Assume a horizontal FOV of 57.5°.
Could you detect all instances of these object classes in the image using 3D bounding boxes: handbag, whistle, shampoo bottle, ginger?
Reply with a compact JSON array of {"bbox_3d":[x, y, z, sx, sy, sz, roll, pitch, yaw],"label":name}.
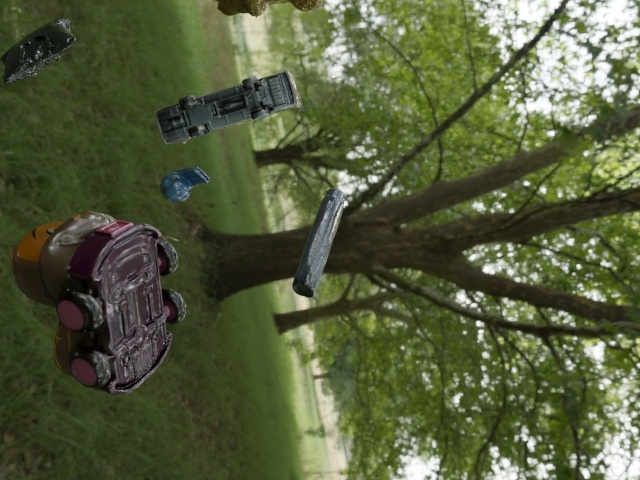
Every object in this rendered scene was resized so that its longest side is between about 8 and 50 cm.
[{"bbox_3d":[-0.881,-0.590,1.815,0.211,0.254,0.088,54,-5,44],"label":"handbag"},{"bbox_3d":[-0.371,-0.142,1.539,0.158,0.090,0.090,0,-77,44],"label":"whistle"},{"bbox_3d":[0.000,0.000,1.190,0.087,0.049,0.233,88,19,-62],"label":"shampoo bottle"},{"bbox_3d":[-0.056,-0.577,1.324,0.166,0.376,0.236,6,55,-60],"label":"ginger"}]

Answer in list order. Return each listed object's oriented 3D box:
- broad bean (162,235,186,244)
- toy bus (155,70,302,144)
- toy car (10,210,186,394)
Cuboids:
[{"bbox_3d":[-0.393,0.100,1.291,0.318,0.098,0.056,-57,-171,39],"label":"broad bean"},{"bbox_3d":[-0.219,-0.322,1.415,0.138,0.343,0.097,-59,133,-76],"label":"toy bus"},{"bbox_3d":[-0.427,0.110,1.099,0.271,0.241,0.340,-44,138,-60],"label":"toy car"}]
